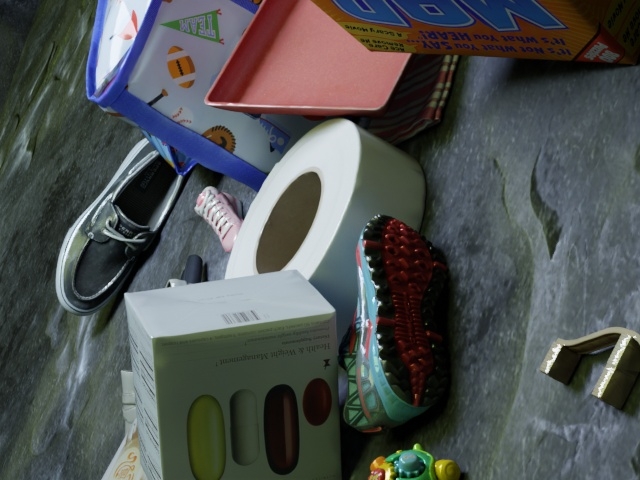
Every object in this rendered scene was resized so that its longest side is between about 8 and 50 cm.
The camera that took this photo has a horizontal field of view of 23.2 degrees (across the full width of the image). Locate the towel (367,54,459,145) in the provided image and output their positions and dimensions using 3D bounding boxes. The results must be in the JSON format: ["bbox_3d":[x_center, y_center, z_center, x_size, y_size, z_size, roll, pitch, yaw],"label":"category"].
[{"bbox_3d":[0.119,-0.206,1.901,0.144,0.029,0.197,-24,43,55],"label":"towel"}]

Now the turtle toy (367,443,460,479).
[{"bbox_3d":[0.071,0.248,1.444,0.095,0.066,0.130,-23,44,56],"label":"turtle toy"}]

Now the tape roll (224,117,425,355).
[{"bbox_3d":[0.000,0.000,1.832,0.286,0.100,0.286,-47,27,34],"label":"tape roll"}]

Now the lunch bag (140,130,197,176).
[{"bbox_3d":[-0.164,-0.263,2.431,0.293,0.138,0.221,-38,28,-5],"label":"lunch bag"}]

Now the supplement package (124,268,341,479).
[{"bbox_3d":[-0.091,0.158,1.627,0.149,0.194,0.203,-135,40,-66],"label":"supplement package"}]

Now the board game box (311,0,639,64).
[{"bbox_3d":[0.140,-0.420,1.542,0.357,0.356,0.356,10,72,44],"label":"board game box"}]

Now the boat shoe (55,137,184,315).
[{"bbox_3d":[-0.323,-0.031,2.520,0.335,0.121,0.119,-63,18,-8],"label":"boat shoe"}]

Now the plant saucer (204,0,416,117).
[{"bbox_3d":[0.021,-0.241,1.904,0.258,0.047,0.259,5,53,32],"label":"plant saucer"}]

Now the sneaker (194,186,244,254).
[{"bbox_3d":[-0.144,-0.031,2.211,0.051,0.070,0.134,-51,26,20],"label":"sneaker"}]

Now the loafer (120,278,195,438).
[{"bbox_3d":[-0.219,0.204,2.047,0.112,0.111,0.319,-11,55,62],"label":"loafer"}]

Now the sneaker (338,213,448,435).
[{"bbox_3d":[0.056,0.086,1.613,0.125,0.104,0.261,-46,27,38],"label":"sneaker"}]

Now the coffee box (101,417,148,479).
[{"bbox_3d":[-0.186,0.323,1.861,0.141,0.098,0.246,-61,22,2],"label":"coffee box"}]

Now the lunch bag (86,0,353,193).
[{"bbox_3d":[-0.128,-0.239,2.082,0.239,0.328,0.385,-45,26,33],"label":"lunch bag"}]

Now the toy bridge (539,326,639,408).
[{"bbox_3d":[0.248,0.106,1.280,0.063,0.026,0.188,-62,23,-3],"label":"toy bridge"}]

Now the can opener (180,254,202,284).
[{"bbox_3d":[-0.191,0.081,2.204,0.059,0.073,0.186,-56,13,36],"label":"can opener"}]
